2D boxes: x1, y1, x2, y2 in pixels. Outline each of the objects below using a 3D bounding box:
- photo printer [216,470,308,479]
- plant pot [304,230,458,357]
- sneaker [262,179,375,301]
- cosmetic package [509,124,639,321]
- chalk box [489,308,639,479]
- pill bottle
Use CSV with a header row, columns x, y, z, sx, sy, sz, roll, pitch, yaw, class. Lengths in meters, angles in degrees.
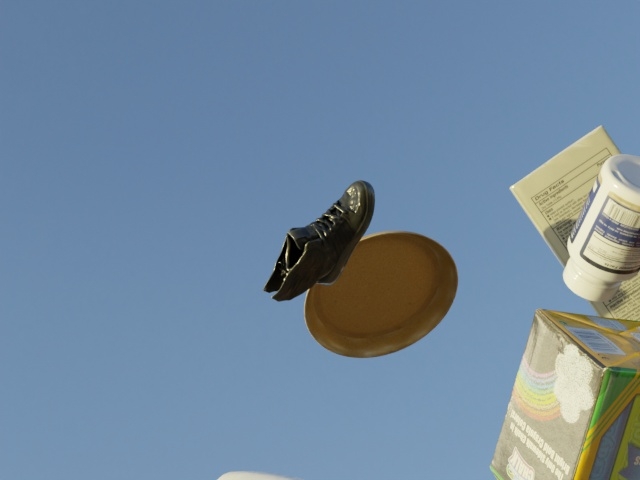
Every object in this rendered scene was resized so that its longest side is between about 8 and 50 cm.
x,y,z,sx,sy,sz,roll,pitch,yaw,class
-0.061,0.380,1.259,0.256,0.307,0.107,11,-63,24,photo printer
0.087,0.075,1.650,0.236,0.032,0.236,-9,-52,-12,plant pot
-0.001,-0.001,1.368,0.089,0.051,0.170,14,-74,-41,sneaker
0.400,0.007,1.527,0.153,0.296,0.129,-33,-2,9,cosmetic package
0.246,0.186,0.993,0.132,0.132,0.213,6,-72,-20,chalk box
0.352,-0.011,1.340,0.094,0.094,0.169,2,-50,-18,pill bottle
